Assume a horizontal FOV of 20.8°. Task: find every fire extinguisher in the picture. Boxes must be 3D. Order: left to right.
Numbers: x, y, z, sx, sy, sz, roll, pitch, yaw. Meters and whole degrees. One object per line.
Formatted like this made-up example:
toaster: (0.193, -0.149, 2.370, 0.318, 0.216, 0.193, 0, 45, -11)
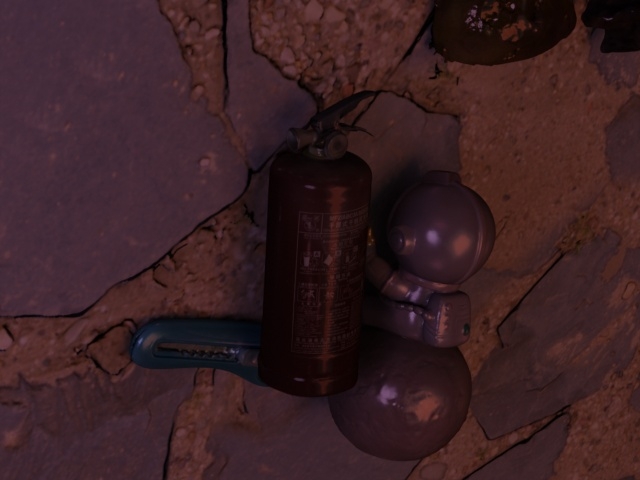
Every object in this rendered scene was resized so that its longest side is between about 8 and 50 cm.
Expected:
fire extinguisher: (0.000, 0.000, 1.567, 0.105, 0.105, 0.269, -13, 116, -37)

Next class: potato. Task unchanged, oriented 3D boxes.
potato: (0.193, -0.220, 1.614, 0.172, 0.089, 0.101, -22, 129, -31)

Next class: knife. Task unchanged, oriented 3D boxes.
knife: (-0.087, 0.105, 1.622, 0.222, 0.031, 0.064, 10, 110, -45)

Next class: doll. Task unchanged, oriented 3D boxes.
doll: (0.096, 0.070, 1.690, 0.151, 0.151, 0.287, -5, 117, -41)

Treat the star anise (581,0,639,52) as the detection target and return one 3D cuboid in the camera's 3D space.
star anise: (0.342, -0.286, 1.696, 0.223, 0.109, 0.236, 19, 99, -55)
